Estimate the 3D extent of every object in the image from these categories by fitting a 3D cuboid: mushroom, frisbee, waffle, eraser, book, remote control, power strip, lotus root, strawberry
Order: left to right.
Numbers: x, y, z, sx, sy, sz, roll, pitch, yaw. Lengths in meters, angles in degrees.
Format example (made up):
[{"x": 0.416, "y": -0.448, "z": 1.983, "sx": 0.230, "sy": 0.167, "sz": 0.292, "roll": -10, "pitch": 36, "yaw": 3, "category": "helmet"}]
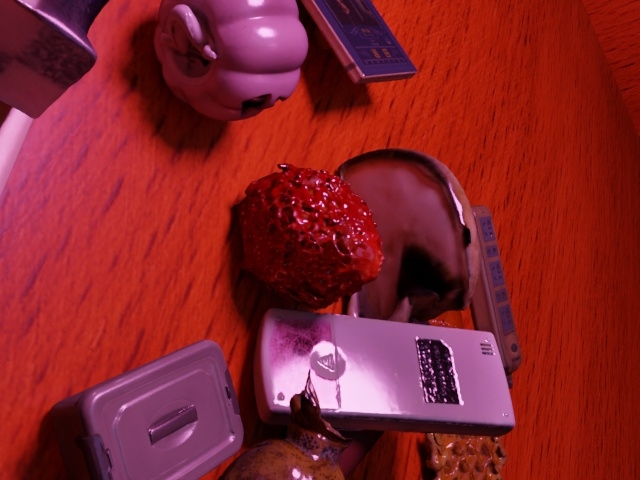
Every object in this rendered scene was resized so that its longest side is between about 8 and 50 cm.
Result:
[{"x": -0.233, "y": -0.291, "z": 0.574, "sx": 0.096, "sy": 0.098, "sz": 0.404, "roll": 34, "pitch": 39, "yaw": -39, "category": "eraser"}, {"x": -0.044, "y": 0.275, "z": 0.649, "sx": 0.154, "sy": 0.154, "sz": 0.278, "roll": 42, "pitch": 75, "yaw": -37, "category": "lotus root"}, {"x": 0.000, "y": 0.000, "z": 0.801, "sx": 0.184, "sy": 0.201, "sz": 0.187, "roll": -8, "pitch": 105, "yaw": -35, "category": "strawberry"}, {"x": 0.038, "y": -0.368, "z": 1.016, "sx": 0.191, "sy": 0.025, "sz": 0.269, "roll": -24, "pitch": 80, "yaw": -52, "category": "book"}, {"x": 0.084, "y": 0.172, "z": 0.819, "sx": 0.344, "sy": 0.050, "sz": 0.145, "roll": 9, "pitch": 53, "yaw": -17, "category": "remote control"}, {"x": 0.155, "y": 0.017, "z": 0.968, "sx": 0.212, "sy": 0.217, "sz": 0.292, "roll": 31, "pitch": 56, "yaw": -49, "category": "mushroom"}, {"x": 0.226, "y": 0.159, "z": 1.169, "sx": 0.192, "sy": 0.035, "sz": 0.192, "roll": 19, "pitch": 66, "yaw": -49, "category": "frisbee"}, {"x": 0.261, "y": 0.362, "z": 1.141, "sx": 0.291, "sy": 0.051, "sz": 0.291, "roll": 17, "pitch": 68, "yaw": -48, "category": "waffle"}, {"x": 0.353, "y": 0.117, "z": 1.318, "sx": 0.092, "sy": 0.066, "sz": 0.387, "roll": -9, "pitch": 88, "yaw": -50, "category": "power strip"}]

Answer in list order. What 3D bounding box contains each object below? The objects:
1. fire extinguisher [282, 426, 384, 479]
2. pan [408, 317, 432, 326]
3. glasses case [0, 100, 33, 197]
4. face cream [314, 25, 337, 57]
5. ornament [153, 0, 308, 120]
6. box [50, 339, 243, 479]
[{"x": 0.038, "y": 0.244, "z": 0.845, "sx": 0.269, "sy": 0.105, "sz": 0.105, "roll": -30, "pitch": 104, "yaw": -51, "category": "fire extinguisher"}, {"x": 0.128, "y": 0.187, "z": 1.020, "sx": 0.115, "sy": 0.040, "sz": 0.212, "roll": 54, "pitch": 44, "yaw": 1, "category": "pan"}, {"x": -0.327, "y": -0.054, "z": 0.487, "sx": 0.144, "sy": 0.076, "sz": 0.336, "roll": 35, "pitch": 54, "yaw": -41, "category": "glasses case"}, {"x": 0.061, "y": -0.336, "z": 1.083, "sx": 0.182, "sy": 0.051, "sz": 0.072, "roll": -8, "pitch": 79, "yaw": -51, "category": "face cream"}, {"x": -0.109, "y": -0.228, "z": 0.740, "sx": 0.177, "sy": 0.177, "sz": 0.177, "roll": 19, "pitch": 66, "yaw": -48, "category": "ornament"}, {"x": -0.168, "y": 0.177, "z": 0.611, "sx": 0.172, "sy": 0.093, "sz": 0.124, "roll": -16, "pitch": 92, "yaw": -53, "category": "box"}]
